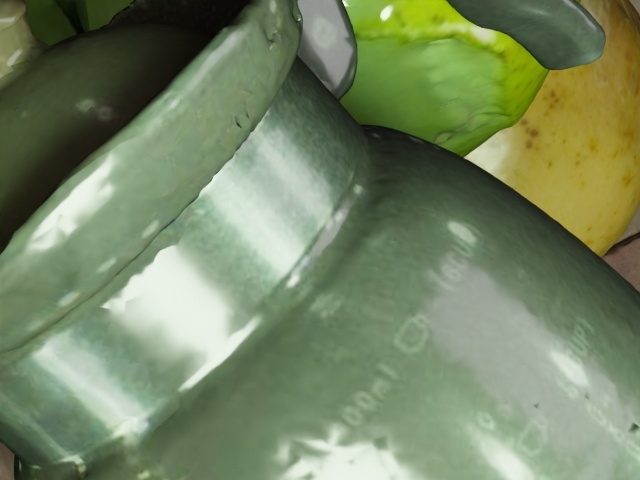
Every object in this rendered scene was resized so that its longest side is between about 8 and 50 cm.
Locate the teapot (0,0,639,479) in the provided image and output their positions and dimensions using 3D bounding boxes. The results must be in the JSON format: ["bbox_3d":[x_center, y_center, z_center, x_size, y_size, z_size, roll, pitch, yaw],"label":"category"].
[{"bbox_3d":[0.004,0.008,0.427,0.285,0.305,0.223,48,-5,-22],"label":"teapot"}]

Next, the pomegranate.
[{"bbox_3d":[0.092,-0.096,0.914,0.307,0.307,0.307,55,16,-25],"label":"pomegranate"}]

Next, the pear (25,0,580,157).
[{"bbox_3d":[0.017,-0.100,0.653,0.176,0.282,0.286,59,13,19],"label":"pear"}]
